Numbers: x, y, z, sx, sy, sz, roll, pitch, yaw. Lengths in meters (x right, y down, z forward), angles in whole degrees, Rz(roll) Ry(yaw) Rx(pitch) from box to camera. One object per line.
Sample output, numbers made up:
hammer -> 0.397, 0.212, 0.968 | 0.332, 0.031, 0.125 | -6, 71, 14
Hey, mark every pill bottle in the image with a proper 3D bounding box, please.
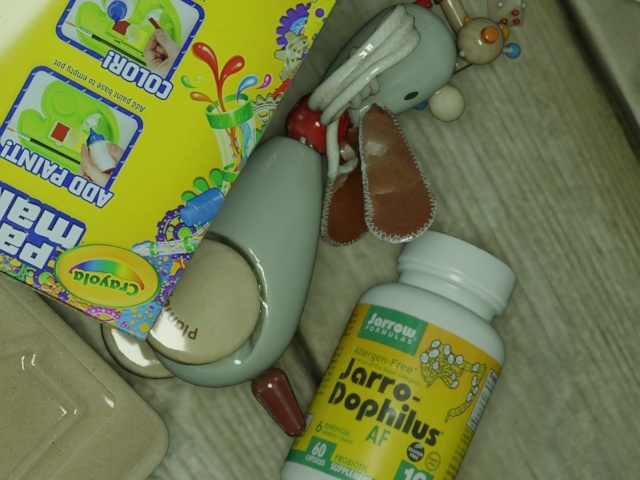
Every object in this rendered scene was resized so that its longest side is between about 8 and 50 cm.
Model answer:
pill bottle -> 0.063, 0.104, 1.231 | 0.117, 0.117, 0.208 | 29, 78, -16

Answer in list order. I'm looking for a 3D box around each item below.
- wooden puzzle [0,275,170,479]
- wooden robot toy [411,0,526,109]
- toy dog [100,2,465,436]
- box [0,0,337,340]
wooden puzzle -> -0.326, 0.126, 1.115 | 0.348, 0.080, 0.322 | 45, 73, -7
wooden robot toy -> 0.102, -0.153, 1.282 | 0.173, 0.079, 0.076 | -30, 97, -20
toy dog -> 0.000, 0.000, 1.175 | 0.161, 0.220, 0.333 | 44, 97, -7
box -> -0.132, -0.131, 1.044 | 0.177, 0.290, 0.279 | 28, 96, -19
